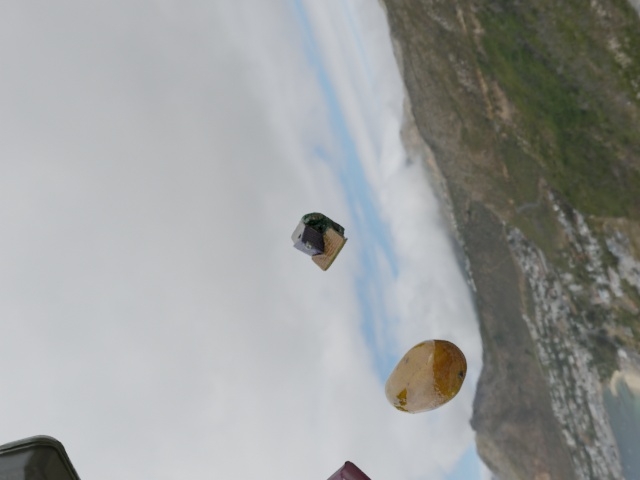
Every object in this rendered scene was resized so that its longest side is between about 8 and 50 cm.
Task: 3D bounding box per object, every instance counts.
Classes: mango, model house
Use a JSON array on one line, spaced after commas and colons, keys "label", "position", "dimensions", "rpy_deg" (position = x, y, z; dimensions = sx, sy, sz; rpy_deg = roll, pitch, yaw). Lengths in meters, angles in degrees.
[{"label": "mango", "position": [0.178, 0.239, 0.990], "dimensions": [0.089, 0.165, 0.115], "rpy_deg": [34, -164, -33]}, {"label": "model house", "position": [0.000, 0.000, 1.219], "dimensions": [0.100, 0.088, 0.100], "rpy_deg": [30, -167, -18]}]

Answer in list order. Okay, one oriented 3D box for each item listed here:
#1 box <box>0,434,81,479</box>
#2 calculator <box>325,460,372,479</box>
[{"label": "box", "position": [-0.509, 0.509, 1.034], "dimensions": [0.178, 0.138, 0.274], "rpy_deg": [-103, -3, -65]}, {"label": "calculator", "position": [0.031, 0.531, 1.121], "dimensions": [0.126, 0.190, 0.034], "rpy_deg": [45, -179, -7]}]
